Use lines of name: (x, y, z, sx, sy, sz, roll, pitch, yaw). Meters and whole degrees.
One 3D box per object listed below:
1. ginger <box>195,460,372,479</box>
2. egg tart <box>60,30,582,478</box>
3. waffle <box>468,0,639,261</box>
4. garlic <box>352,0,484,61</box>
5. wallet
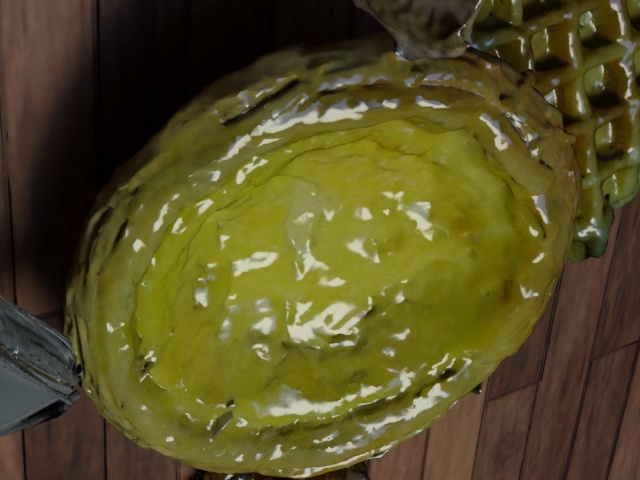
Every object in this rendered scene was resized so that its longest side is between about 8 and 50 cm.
ginger: (-0.040, 0.207, 1.178, 0.162, 0.073, 0.103, 10, 100, -36)
egg tart: (0.000, 0.000, 0.965, 0.345, 0.132, 0.345, -9, 127, -13)
waffle: (0.183, -0.133, 1.099, 0.317, 0.073, 0.297, 24, 99, -39)
garlic: (0.075, -0.247, 0.816, 0.210, 0.237, 0.292, 92, 19, -47)
wallet: (-0.265, 0.098, 0.853, 0.231, 0.069, 0.170, -20, 147, 12)
